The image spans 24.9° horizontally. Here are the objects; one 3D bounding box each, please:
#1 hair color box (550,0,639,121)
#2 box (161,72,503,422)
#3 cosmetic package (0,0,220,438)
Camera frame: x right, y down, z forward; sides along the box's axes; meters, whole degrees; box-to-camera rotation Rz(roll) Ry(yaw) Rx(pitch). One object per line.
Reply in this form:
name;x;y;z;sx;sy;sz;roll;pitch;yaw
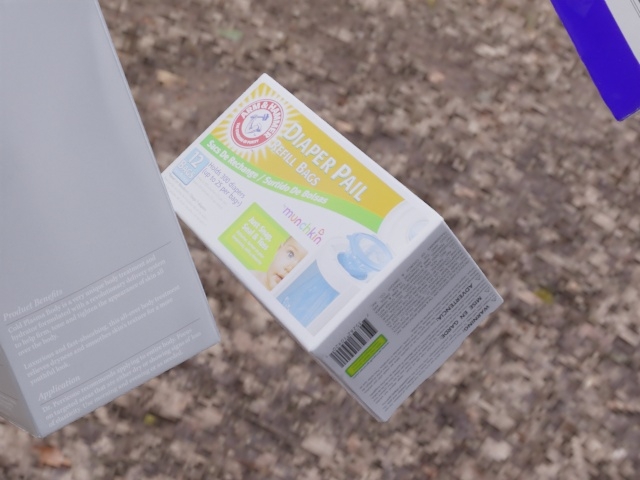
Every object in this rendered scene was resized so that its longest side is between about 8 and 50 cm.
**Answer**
hair color box;0.329;-0.190;0.958;0.339;0.185;0.110;-16;76;-43
box;0.000;0.000;0.931;0.114;0.103;0.203;-45;48;-3
cosmetic package;-0.161;-0.027;0.801;0.127;0.238;0.107;-26;17;-27
